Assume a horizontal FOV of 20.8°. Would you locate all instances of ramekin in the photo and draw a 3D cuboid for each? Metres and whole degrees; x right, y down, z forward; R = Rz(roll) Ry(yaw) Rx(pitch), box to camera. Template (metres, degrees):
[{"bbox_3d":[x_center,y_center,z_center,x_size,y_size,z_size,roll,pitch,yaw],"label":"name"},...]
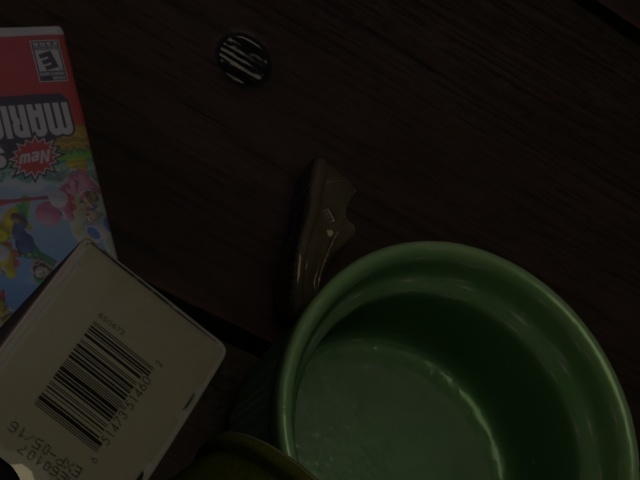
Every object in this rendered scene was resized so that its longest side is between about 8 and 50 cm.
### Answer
[{"bbox_3d":[0.075,0.166,1.316,0.303,0.148,0.303,11,65,-24],"label":"ramekin"}]

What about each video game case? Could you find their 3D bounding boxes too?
[{"bbox_3d":[-0.257,-0.025,1.291,0.204,0.025,0.285,-6,73,-31],"label":"video game case"}]

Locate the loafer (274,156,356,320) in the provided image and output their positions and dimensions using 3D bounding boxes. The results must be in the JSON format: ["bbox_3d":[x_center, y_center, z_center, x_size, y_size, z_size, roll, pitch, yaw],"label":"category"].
[{"bbox_3d":[0.000,0.000,1.402,0.050,0.056,0.148,19,61,-14],"label":"loafer"}]

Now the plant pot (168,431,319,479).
[{"bbox_3d":[-0.112,0.358,1.036,0.353,0.366,0.366,-29,85,-23],"label":"plant pot"}]

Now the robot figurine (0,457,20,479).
[{"bbox_3d":[-0.231,0.211,0.888,0.173,0.278,0.209,-42,137,-35],"label":"robot figurine"}]

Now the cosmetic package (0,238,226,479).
[{"bbox_3d":[-0.197,0.142,1.075,0.113,0.309,0.160,40,51,-9],"label":"cosmetic package"}]
